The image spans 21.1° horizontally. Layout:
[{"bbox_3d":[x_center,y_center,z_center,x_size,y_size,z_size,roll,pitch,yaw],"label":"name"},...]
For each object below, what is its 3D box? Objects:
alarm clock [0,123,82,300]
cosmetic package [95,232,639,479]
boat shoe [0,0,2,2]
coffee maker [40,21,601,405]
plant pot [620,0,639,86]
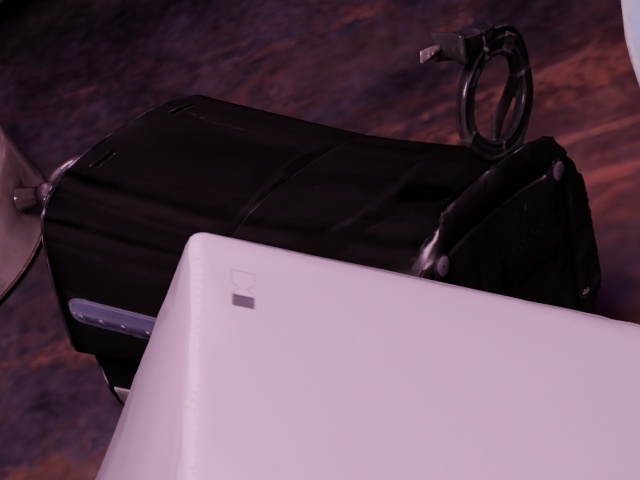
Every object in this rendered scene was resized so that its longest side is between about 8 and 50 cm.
[{"bbox_3d":[-0.180,-0.014,0.808,0.192,0.064,0.129,-9,47,19],"label":"alarm clock"},{"bbox_3d":[0.001,0.163,0.399,0.138,0.225,0.224,13,45,-16],"label":"cosmetic package"},{"bbox_3d":[-0.269,-0.126,0.939,0.320,0.103,0.118,-31,87,6],"label":"boat shoe"},{"bbox_3d":[0.000,0.000,0.611,0.178,0.120,0.171,13,103,38],"label":"coffee maker"},{"bbox_3d":[0.237,-0.002,0.402,0.271,0.255,0.272,-17,44,17],"label":"plant pot"}]
